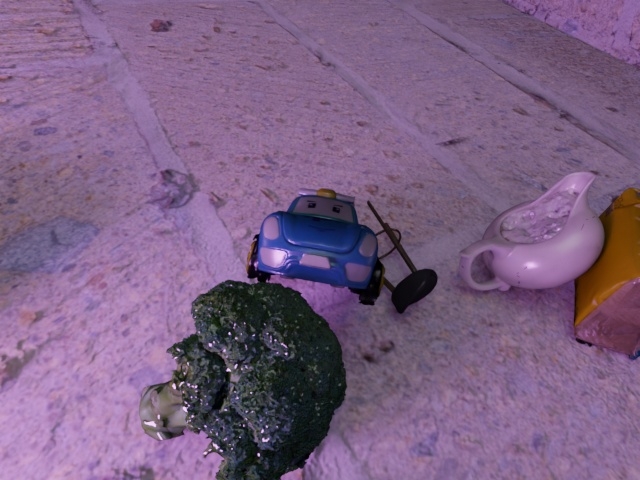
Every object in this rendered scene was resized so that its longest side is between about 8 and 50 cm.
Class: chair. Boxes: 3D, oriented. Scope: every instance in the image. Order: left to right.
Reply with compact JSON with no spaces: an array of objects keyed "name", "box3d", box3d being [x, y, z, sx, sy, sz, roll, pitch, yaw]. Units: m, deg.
[{"name":"chair","box3d":[0.139,0.034,0.817,0.095,0.104,0.221,4,40,-32]}]

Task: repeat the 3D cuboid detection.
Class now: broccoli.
[{"name":"broccoli","box3d":[-0.094,0.180,0.542,0.270,0.270,0.269,-25,44,16]}]

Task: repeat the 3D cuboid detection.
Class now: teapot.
[{"name":"teapot","box3d":[0.397,0.003,0.834,0.300,0.165,0.208,-27,38,-11]}]

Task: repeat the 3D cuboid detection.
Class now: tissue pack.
[{"name":"tissue pack","box3d":[0.567,0.053,0.812,0.134,0.192,0.270,24,45,11]}]

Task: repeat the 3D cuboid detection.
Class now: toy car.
[{"name":"toy car","box3d":[0.000,0.000,0.700,0.199,0.314,0.165,9,90,1]}]
